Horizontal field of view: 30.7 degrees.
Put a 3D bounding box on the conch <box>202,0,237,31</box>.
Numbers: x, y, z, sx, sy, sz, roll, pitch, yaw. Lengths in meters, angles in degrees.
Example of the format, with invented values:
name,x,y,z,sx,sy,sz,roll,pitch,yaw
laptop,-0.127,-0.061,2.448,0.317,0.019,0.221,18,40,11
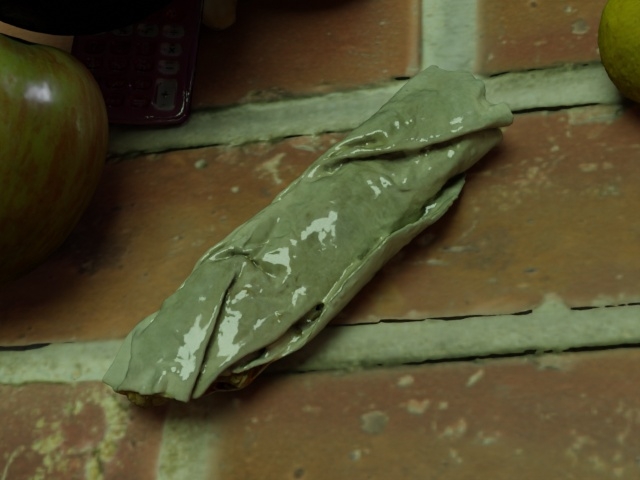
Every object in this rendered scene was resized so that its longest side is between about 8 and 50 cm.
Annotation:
name,x,y,z,sx,sy,sz,roll,pitch,yaw
conch,-0.191,-0.300,1.191,0.255,0.127,0.158,15,57,26

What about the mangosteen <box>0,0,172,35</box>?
name,x,y,z,sx,sy,sz,roll,pitch,yaw
mangosteen,-0.229,-0.337,1.008,0.307,0.306,0.347,-40,43,-15

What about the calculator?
name,x,y,z,sx,sy,sz,roll,pitch,yaw
calculator,-0.176,-0.203,1.123,0.127,0.034,0.190,5,81,7

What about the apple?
name,x,y,z,sx,sy,sz,roll,pitch,yaw
apple,-0.316,-0.073,0.973,0.265,0.264,0.264,-9,51,11

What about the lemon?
name,x,y,z,sx,sy,sz,roll,pitch,yaw
lemon,0.281,-0.165,0.950,0.109,0.109,0.133,-10,55,10

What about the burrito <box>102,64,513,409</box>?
name,x,y,z,sx,sy,sz,roll,pitch,yaw
burrito,0.000,0.000,0.924,0.392,0.076,0.117,-43,54,-18
